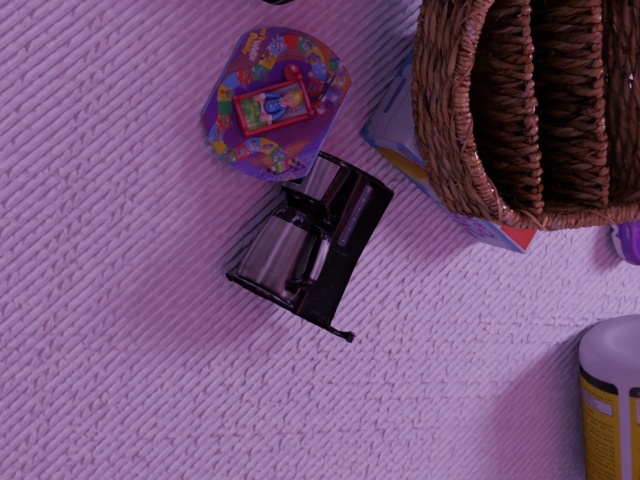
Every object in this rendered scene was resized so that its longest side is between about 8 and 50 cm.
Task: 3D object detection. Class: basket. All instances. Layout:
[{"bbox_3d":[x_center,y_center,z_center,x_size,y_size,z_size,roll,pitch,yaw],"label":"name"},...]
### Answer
[{"bbox_3d":[0.241,-0.162,1.348,0.213,0.223,0.299,-17,112,-32],"label":"basket"}]

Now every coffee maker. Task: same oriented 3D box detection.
[{"bbox_3d":[0.000,0.000,1.409,0.178,0.120,0.171,-62,147,-4],"label":"coffee maker"}]

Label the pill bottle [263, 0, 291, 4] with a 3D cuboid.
[{"bbox_3d":[0.022,-0.338,1.314,0.219,0.123,0.122,-25,116,-28],"label":"pill bottle"}]

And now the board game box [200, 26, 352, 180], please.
[{"bbox_3d":[-0.048,-0.150,1.326,0.133,0.033,0.168,27,85,-2],"label":"board game box"}]

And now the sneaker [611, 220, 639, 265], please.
[{"bbox_3d":[0.498,-0.072,1.746,0.095,0.104,0.236,27,87,-39],"label":"sneaker"}]

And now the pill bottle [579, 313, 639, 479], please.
[{"bbox_3d":[0.472,0.289,1.772,0.188,0.188,0.334,-20,114,-31],"label":"pill bottle"}]

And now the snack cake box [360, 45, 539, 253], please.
[{"bbox_3d":[0.190,-0.115,1.519,0.264,0.089,0.152,38,77,-37],"label":"snack cake box"}]
